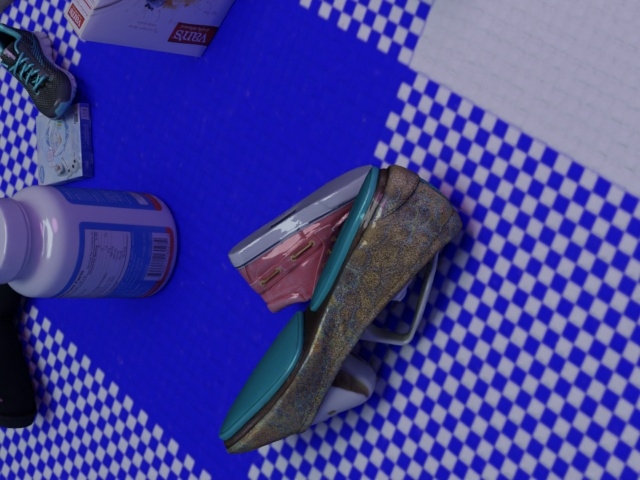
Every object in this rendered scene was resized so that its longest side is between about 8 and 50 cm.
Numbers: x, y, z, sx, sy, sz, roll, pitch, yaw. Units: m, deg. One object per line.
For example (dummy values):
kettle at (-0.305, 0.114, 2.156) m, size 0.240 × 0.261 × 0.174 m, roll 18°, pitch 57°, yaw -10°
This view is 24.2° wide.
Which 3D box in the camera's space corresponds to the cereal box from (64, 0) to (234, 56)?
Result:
cereal box at (-0.142, -0.305, 1.560) m, size 0.047 × 0.173 × 0.240 m, roll 52°, pitch 123°, yaw 32°

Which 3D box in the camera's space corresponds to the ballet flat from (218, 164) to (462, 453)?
ballet flat at (0.023, 0.089, 1.425) m, size 0.123 × 0.123 × 0.348 m, roll 48°, pitch 119°, yaw 35°

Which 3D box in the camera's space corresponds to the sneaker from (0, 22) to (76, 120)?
sneaker at (-0.355, -0.207, 1.817) m, size 0.065 × 0.076 × 0.166 m, roll -52°, pitch 48°, yaw 15°

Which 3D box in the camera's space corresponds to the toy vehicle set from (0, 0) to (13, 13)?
toy vehicle set at (-0.414, -0.450, 1.932) m, size 0.166 × 0.035 × 0.267 m, roll -33°, pitch 65°, yaw 39°

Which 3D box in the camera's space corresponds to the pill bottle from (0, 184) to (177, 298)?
pill bottle at (-0.277, 0.002, 1.640) m, size 0.124 × 0.221 × 0.124 m, roll -4°, pitch 84°, yaw 45°

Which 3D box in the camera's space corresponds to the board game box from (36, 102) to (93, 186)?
board game box at (-0.313, -0.115, 1.823) m, size 0.090 × 0.020 × 0.090 m, roll -9°, pitch 81°, yaw 43°

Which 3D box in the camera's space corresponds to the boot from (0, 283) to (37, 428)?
boot at (-0.399, 0.083, 1.844) m, size 0.246 × 0.094 × 0.207 m, roll 48°, pitch 123°, yaw 42°

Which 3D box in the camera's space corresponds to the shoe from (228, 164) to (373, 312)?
shoe at (0.000, 0.000, 1.486) m, size 0.178 × 0.063 × 0.081 m, roll -32°, pitch 101°, yaw 17°
